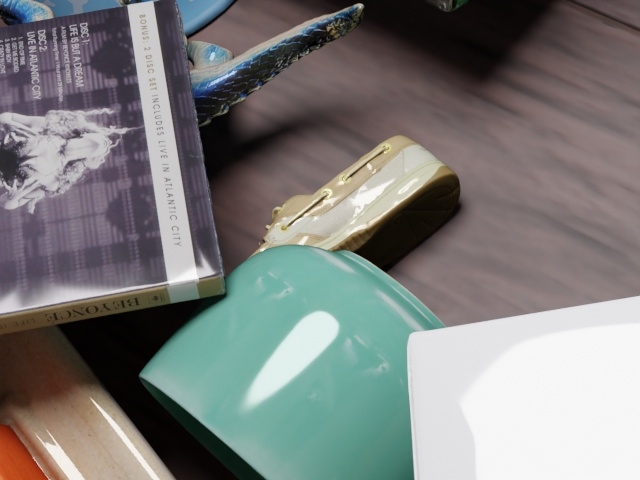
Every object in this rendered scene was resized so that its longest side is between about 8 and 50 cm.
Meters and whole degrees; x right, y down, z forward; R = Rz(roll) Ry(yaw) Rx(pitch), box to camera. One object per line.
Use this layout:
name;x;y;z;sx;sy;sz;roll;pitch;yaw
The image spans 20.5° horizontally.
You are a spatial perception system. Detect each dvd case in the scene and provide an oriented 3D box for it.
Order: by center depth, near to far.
dvd case;-0.159;-0.025;0.751;0.221;0.018;0.164;-11;51;-2

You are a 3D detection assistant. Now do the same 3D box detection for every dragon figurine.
dragon figurine;-0.106;-0.044;0.855;0.289;0.085;0.144;0;68;24

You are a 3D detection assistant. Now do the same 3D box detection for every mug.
mug;0.012;0.072;0.746;0.097;0.158;0.129;-49;28;-10

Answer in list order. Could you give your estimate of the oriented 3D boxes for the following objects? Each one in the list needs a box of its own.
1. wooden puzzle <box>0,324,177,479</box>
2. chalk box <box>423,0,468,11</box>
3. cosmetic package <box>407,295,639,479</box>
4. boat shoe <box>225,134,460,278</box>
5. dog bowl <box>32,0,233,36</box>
wooden puzzle;-0.238;0.142;0.768;0.322;0.080;0.348;-43;66;7
chalk box;0.051;-0.286;0.777;0.180;0.289;0.179;32;52;28
cosmetic package;0.244;0.093;0.554;0.377;0.284;0.097;-10;63;14
boat shoe;0.000;0.000;0.823;0.135;0.050;0.045;-33;55;-10
dog bowl;-0.103;-0.245;0.960;0.166;0.074;0.297;0;65;19
